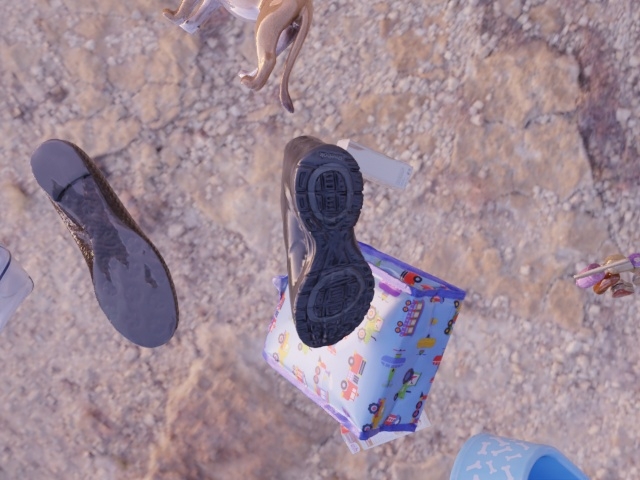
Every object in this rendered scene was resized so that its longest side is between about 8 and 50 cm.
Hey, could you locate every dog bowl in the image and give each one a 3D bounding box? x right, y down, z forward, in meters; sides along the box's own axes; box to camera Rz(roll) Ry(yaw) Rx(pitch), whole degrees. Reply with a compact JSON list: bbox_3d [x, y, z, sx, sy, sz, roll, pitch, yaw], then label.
[{"bbox_3d":[0.238,0.308,0.960,0.074,0.166,0.297,-13,138,38],"label":"dog bowl"}]

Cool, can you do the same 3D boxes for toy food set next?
[{"bbox_3d":[0.302,0.035,0.959,0.078,0.019,0.122,-22,154,26],"label":"toy food set"}]

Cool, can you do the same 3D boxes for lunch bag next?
[{"bbox_3d":[0.029,0.117,1.359,0.293,0.138,0.221,28,103,38],"label":"lunch bag"}]

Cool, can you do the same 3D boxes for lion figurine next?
[{"bbox_3d":[-0.114,-0.406,1.539,0.392,0.142,0.240,42,99,19],"label":"lion figurine"}]

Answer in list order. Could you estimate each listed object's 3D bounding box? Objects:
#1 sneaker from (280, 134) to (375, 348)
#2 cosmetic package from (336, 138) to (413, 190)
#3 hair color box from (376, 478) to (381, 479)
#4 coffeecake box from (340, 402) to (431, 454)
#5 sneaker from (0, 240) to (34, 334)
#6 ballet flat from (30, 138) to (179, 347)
[{"bbox_3d":[0.000,0.000,1.187,0.109,0.130,0.286,-7,115,-18],"label":"sneaker"},{"bbox_3d":[0.079,-0.117,1.456,0.115,0.041,0.060,22,177,-18],"label":"cosmetic package"},{"bbox_3d":[-0.008,0.516,1.248,0.113,0.185,0.374,39,103,3],"label":"hair color box"},{"bbox_3d":[0.138,0.372,2.060,0.185,0.142,0.068,-22,117,9],"label":"coffeecake box"},{"bbox_3d":[-0.383,0.119,0.952,0.094,0.258,0.091,12,151,46],"label":"sneaker"},{"bbox_3d":[-0.224,0.001,0.990,0.084,0.058,0.250,-34,83,0],"label":"ballet flat"}]
